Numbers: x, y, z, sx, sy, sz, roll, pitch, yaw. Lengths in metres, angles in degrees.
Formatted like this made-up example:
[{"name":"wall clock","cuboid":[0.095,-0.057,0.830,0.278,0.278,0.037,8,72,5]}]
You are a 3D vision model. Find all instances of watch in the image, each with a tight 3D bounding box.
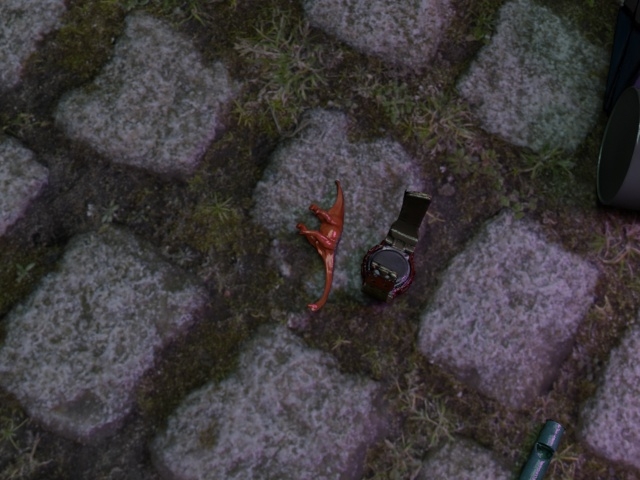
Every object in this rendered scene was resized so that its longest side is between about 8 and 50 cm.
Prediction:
[{"name":"watch","cuboid":[0.130,0.017,1.479,0.102,0.268,0.165,23,78,6]}]

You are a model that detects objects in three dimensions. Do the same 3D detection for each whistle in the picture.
[{"name":"whistle","cuboid":[0.364,0.395,1.455,0.039,0.039,0.186,30,70,9]}]

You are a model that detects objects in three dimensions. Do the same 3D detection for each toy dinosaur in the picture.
[{"name":"toy dinosaur","cuboid":[0.003,-0.002,1.591,0.101,0.055,0.280,29,65,-15]}]

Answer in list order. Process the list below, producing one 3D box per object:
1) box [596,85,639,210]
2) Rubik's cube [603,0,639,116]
[{"name":"box","cuboid":[0.628,-0.164,1.596,0.149,0.226,0.226,11,68,1]},{"name":"Rubik's cube","cuboid":[0.751,-0.399,1.653,0.310,0.307,0.305,15,70,5]}]
